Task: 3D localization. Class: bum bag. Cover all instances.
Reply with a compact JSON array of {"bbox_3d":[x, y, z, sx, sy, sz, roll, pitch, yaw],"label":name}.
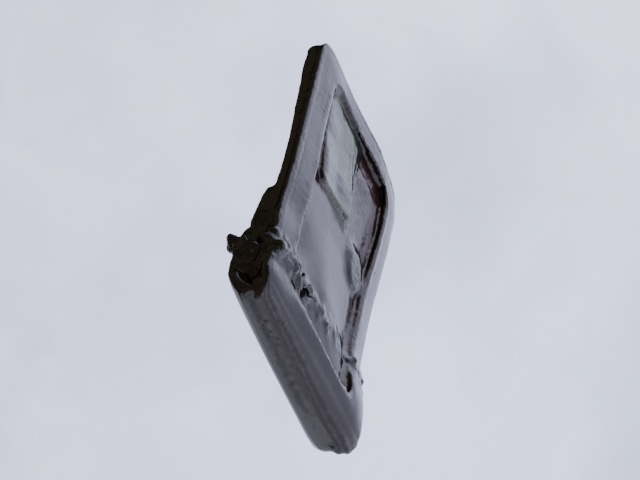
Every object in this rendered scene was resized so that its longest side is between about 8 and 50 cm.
[{"bbox_3d":[0.000,0.000,0.743,0.026,0.109,0.159,-9,-141,20],"label":"bum bag"}]
